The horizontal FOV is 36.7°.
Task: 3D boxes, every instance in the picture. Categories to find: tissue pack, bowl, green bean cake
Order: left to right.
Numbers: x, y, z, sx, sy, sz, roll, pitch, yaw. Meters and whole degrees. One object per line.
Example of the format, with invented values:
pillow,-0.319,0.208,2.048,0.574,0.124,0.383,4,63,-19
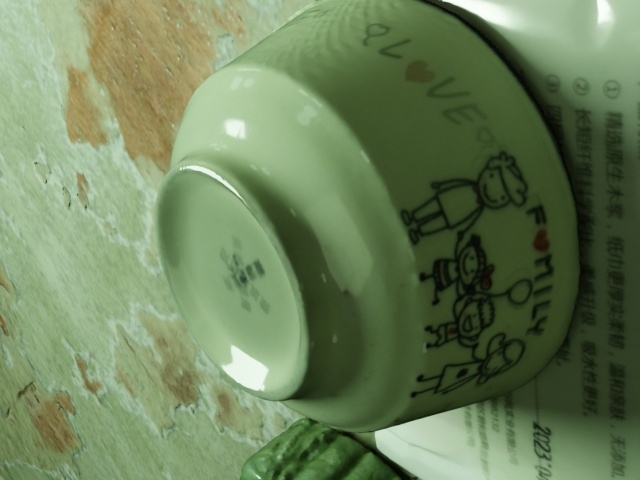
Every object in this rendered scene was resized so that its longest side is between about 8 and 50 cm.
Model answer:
bowl,0.000,0.000,0.500,0.238,0.126,0.237,32,135,39
green bean cake,0.019,0.316,0.972,0.227,0.125,0.222,37,133,23
tissue pack,0.154,-0.002,0.578,0.266,0.194,0.356,20,127,44
